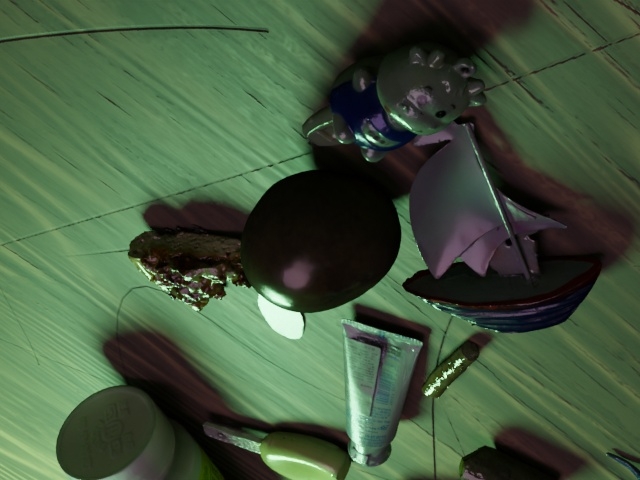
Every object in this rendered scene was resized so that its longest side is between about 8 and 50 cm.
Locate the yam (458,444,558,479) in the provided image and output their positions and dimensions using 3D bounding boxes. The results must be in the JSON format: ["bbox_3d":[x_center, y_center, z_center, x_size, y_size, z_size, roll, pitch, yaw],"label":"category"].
[{"bbox_3d":[0.269,0.344,1.978,0.146,0.070,0.070,25,148,0],"label":"yam"}]

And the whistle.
[{"bbox_3d":[0.067,-0.137,1.379,0.110,0.092,0.244,31,148,-31],"label":"whistle"}]

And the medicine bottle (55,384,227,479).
[{"bbox_3d":[-0.280,0.426,2.330,0.213,0.213,0.379,4,144,30],"label":"medicine bottle"}]

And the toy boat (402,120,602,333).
[{"bbox_3d":[0.161,-0.001,1.525,0.219,0.072,0.318,-29,123,37],"label":"toy boat"}]

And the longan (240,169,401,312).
[{"bbox_3d":[0.000,0.000,1.568,0.187,0.167,0.167,-8,139,15],"label":"longan"}]

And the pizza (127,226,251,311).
[{"bbox_3d":[-0.156,0.043,1.816,0.194,0.069,0.154,-13,131,48],"label":"pizza"}]

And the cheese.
[{"bbox_3d":[-0.073,0.341,2.223,0.255,0.050,0.127,15,149,18],"label":"cheese"}]

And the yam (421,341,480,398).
[{"bbox_3d":[0.172,0.175,1.828,0.032,0.032,0.145,27,147,-4],"label":"yam"}]

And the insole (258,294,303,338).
[{"bbox_3d":[-0.060,0.078,1.866,0.065,0.004,0.197,12,146,19],"label":"insole"}]

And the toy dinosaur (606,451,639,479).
[{"bbox_3d":[0.512,0.413,1.906,0.144,0.076,0.329,2,134,41],"label":"toy dinosaur"}]

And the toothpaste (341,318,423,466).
[{"bbox_3d":[0.077,0.211,1.921,0.114,0.073,0.299,18,140,12],"label":"toothpaste"}]
